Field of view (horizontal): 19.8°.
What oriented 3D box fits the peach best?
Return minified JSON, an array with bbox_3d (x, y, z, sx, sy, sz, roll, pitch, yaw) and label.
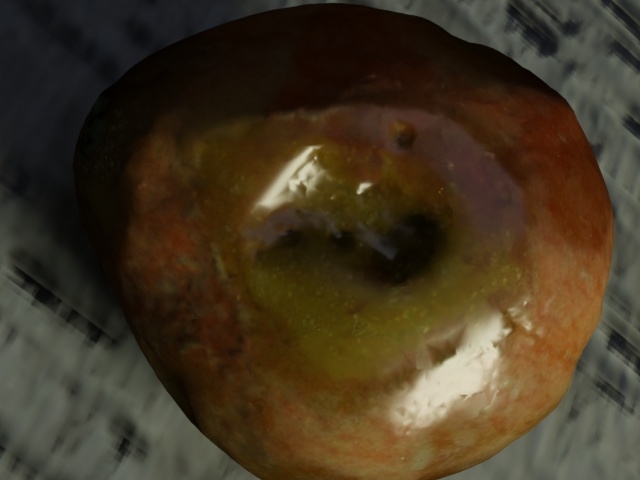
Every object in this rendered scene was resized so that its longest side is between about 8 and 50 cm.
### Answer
[{"bbox_3d":[0.000,0.000,0.794,0.236,0.214,0.214,24,54,-20],"label":"peach"}]
